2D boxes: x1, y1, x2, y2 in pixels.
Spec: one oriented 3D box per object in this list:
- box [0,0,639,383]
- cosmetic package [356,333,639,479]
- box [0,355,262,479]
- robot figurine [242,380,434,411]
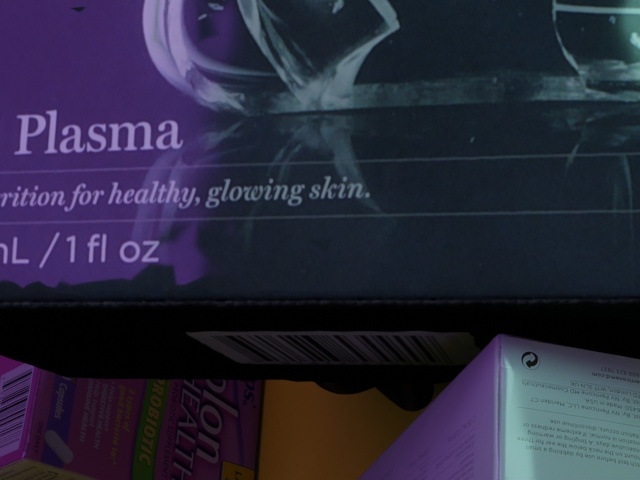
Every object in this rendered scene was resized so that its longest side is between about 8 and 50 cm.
[{"bbox_3d":[0.012,-0.161,0.773,0.479,0.297,0.472,-2,75,13],"label":"box"},{"bbox_3d":[0.078,0.256,0.705,0.377,0.097,0.284,117,163,-62],"label":"cosmetic package"},{"bbox_3d":[-0.183,0.147,1.126,0.117,0.243,0.214,-26,49,41],"label":"box"},{"bbox_3d":[0.007,0.011,0.986,0.278,0.209,0.174,41,121,30],"label":"robot figurine"}]
